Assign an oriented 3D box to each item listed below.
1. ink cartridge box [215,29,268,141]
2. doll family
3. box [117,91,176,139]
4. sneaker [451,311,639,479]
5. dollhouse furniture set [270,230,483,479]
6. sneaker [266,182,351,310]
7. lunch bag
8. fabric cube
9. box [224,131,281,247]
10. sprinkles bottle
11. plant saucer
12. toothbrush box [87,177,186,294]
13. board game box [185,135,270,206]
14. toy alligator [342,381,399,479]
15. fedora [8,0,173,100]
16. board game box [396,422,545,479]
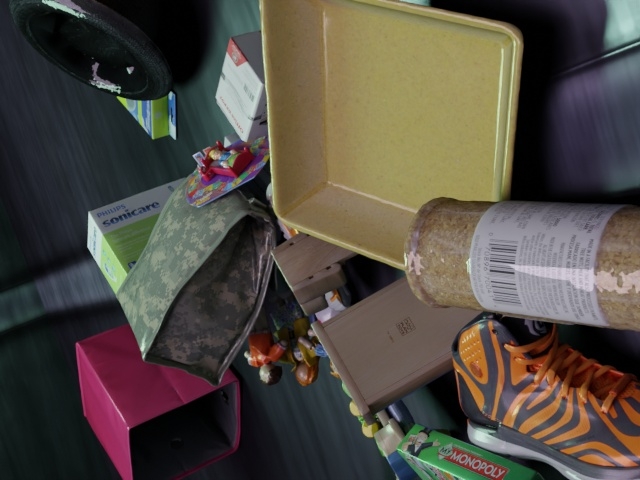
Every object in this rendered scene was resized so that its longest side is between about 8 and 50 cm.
[{"bbox_3d":[-0.102,-0.231,1.474,0.099,0.056,0.135,56,149,21],"label":"ink cartridge box"},{"bbox_3d":[-0.009,0.148,1.558,0.263,0.118,0.163,-26,80,44],"label":"doll family"},{"bbox_3d":[-0.334,-0.274,1.858,0.178,0.042,0.109,46,146,35],"label":"box"},{"bbox_3d":[0.255,0.143,1.015,0.321,0.124,0.180,-2,112,47],"label":"sneaker"},{"bbox_3d":[0.112,0.136,1.332,0.286,0.198,0.303,59,177,29],"label":"dollhouse furniture set"},{"bbox_3d":[0.000,0.000,1.430,0.215,0.083,0.084,66,157,5],"label":"sneaker"},{"bbox_3d":[-0.177,0.039,1.543,0.287,0.169,0.235,-61,30,9],"label":"lunch bag"},{"bbox_3d":[-0.344,0.338,2.088,0.258,0.259,0.254,47,146,37],"label":"fabric cube"},{"bbox_3d":[-0.114,-0.066,1.634,0.145,0.038,0.186,49,146,30],"label":"box"},{"bbox_3d":[0.246,0.021,0.917,0.355,0.121,0.121,5,115,46],"label":"sprinkles bottle"},{"bbox_3d":[0.088,-0.130,1.127,0.333,0.081,0.333,21,129,31],"label":"plant saucer"},{"bbox_3d":[-0.277,0.048,1.817,0.283,0.206,0.122,54,150,22],"label":"toothbrush box"},{"bbox_3d":[-0.150,-0.123,1.517,0.033,0.169,0.133,50,-157,-32],"label":"board game box"},{"bbox_3d":[0.099,0.287,1.508,0.051,0.056,0.190,-37,73,19],"label":"toy alligator"},{"bbox_3d":[-0.365,-0.377,1.678,0.334,0.152,0.334,23,164,7],"label":"fedora"},{"bbox_3d":[0.249,0.355,1.164,0.317,0.046,0.213,50,160,-25],"label":"board game box"}]
